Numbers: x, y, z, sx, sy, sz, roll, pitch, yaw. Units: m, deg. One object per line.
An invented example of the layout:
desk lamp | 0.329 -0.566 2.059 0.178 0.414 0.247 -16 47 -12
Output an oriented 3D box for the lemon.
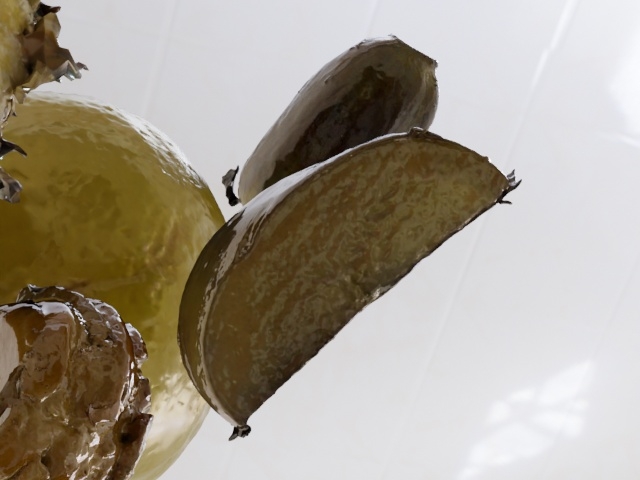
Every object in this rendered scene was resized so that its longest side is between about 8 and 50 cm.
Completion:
lemon | -0.225 0.050 1.097 0.347 0.348 0.348 14 -152 -8

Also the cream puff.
cream puff | -0.139 0.090 0.706 0.104 0.133 0.119 14 -135 -29

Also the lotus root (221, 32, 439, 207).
lotus root | 0.018 -0.095 1.352 0.124 0.241 0.123 36 -169 -27

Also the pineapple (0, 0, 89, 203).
pineapple | -0.321 -0.149 0.738 0.300 0.353 0.352 -9 -168 34

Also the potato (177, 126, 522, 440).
potato | 0.000 0.000 0.886 0.098 0.243 0.138 47 -172 -12
